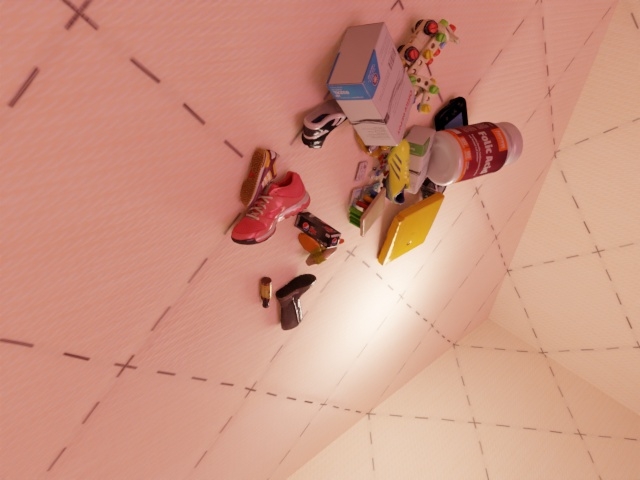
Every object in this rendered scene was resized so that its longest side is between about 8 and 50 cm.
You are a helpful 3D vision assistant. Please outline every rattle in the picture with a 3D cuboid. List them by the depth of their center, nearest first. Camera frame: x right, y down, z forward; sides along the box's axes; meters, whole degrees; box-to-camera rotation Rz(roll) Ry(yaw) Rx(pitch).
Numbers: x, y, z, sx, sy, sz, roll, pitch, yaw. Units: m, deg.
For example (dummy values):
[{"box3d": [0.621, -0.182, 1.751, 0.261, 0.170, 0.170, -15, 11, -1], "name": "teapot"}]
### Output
[{"box3d": [0.000, 0.000, 1.930, 0.200, 0.143, 0.130, -45, -179, -42], "name": "rattle"}]

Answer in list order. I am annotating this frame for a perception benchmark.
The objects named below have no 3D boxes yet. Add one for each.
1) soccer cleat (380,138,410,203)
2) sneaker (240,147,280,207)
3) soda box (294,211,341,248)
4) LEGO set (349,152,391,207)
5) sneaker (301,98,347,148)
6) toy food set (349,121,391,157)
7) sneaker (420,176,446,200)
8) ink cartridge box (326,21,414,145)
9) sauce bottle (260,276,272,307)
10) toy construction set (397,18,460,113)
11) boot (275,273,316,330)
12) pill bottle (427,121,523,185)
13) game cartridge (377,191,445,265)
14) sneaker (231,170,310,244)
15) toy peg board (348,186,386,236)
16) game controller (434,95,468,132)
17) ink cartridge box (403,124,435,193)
[{"box3d": [0.303, -0.254, 1.911, 0.093, 0.121, 0.289, -34, 151, -27], "name": "soccer cleat"}, {"box3d": [-0.174, -0.180, 1.521, 0.084, 0.070, 0.185, 3, 117, -46], "name": "sneaker"}, {"box3d": [-0.010, -0.038, 1.757, 0.060, 0.169, 0.053, -11, 127, -47], "name": "soda box"}, {"box3d": [0.207, -0.243, 1.953, 0.183, 0.060, 0.244, -20, 133, -46], "name": "LEGO set"}, {"box3d": [0.016, -0.362, 1.608, 0.217, 0.079, 0.121, -33, 155, -36], "name": "sneaker"}, {"box3d": [0.195, -0.377, 1.779, 0.128, 0.071, 0.218, -49, 137, -7], "name": "toy food set"}, {"box3d": [0.521, -0.254, 2.321, 0.132, 0.086, 0.228, -51, 157, -15], "name": "sneaker"}, {"box3d": [0.165, -0.466, 1.564, 0.307, 0.129, 0.223, 44, 59, -52], "name": "ink cartridge box"}, {"box3d": [-0.196, 0.190, 1.840, 0.042, 0.042, 0.128, -28, 140, -34], "name": "sauce bottle"}, {"box3d": [0.369, -0.620, 1.739, 0.215, 0.151, 0.327, 32, 84, -32], "name": "toy construction set"}, {"box3d": [-0.087, 0.244, 1.992, 0.190, 0.076, 0.208, -26, 132, -15], "name": "boot"}, {"box3d": [0.638, -0.373, 2.129, 0.393, 0.224, 0.223, -17, 132, -27], "name": "pill bottle"}, {"box3d": [0.403, -0.051, 2.294, 0.286, 0.052, 0.323, -26, 148, -30], "name": "game cartridge"}, {"box3d": [-0.167, -0.109, 1.581, 0.314, 0.116, 0.136, -41, 134, -32], "name": "sneaker"}, {"box3d": [0.177, -0.124, 1.982, 0.160, 0.079, 0.161, -54, 164, -17], "name": "toy peg board"}, {"box3d": [0.569, -0.467, 2.196, 0.166, 0.067, 0.319, -47, 145, -12], "name": "game controller"}, {"box3d": [0.374, -0.320, 2.020, 0.160, 0.093, 0.219, -51, 153, -47], "name": "ink cartridge box"}]
